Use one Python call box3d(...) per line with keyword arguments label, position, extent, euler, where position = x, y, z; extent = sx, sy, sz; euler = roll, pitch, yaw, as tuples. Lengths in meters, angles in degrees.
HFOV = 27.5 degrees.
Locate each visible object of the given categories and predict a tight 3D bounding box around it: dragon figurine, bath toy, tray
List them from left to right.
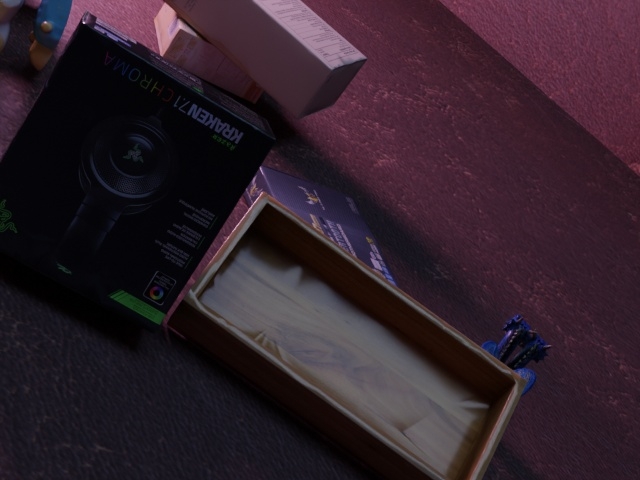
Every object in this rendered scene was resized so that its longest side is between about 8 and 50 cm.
box3d(label="bath toy", position=(-0.512, -0.353, 1.763), extent=(0.348, 0.151, 0.129), euler=(26, -9, -15))
box3d(label="tray", position=(0.038, 0.139, 1.596), extent=(0.411, 0.076, 0.203), euler=(35, 51, -2))
box3d(label="dragon figurine", position=(0.229, 0.193, 1.755), extent=(0.085, 0.144, 0.289), euler=(39, 25, 6))

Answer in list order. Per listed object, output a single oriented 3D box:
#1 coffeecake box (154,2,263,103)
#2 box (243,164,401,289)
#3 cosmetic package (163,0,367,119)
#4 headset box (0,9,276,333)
box3d(label="coffeecake box", position=(-0.181, -0.328, 2.217), extent=(0.185, 0.068, 0.142), euler=(24, 27, -27))
box3d(label="box", position=(0.000, 0.000, 1.893), extent=(0.183, 0.059, 0.233), euler=(18, 30, -33))
box3d(label="cosmetic package", position=(-0.091, -0.350, 2.159), extent=(0.309, 0.113, 0.160), euler=(43, 27, 9))
box3d(label="headset box", position=(-0.230, -0.069, 1.465), extent=(0.246, 0.283, 0.131), euler=(31, 10, -14))
